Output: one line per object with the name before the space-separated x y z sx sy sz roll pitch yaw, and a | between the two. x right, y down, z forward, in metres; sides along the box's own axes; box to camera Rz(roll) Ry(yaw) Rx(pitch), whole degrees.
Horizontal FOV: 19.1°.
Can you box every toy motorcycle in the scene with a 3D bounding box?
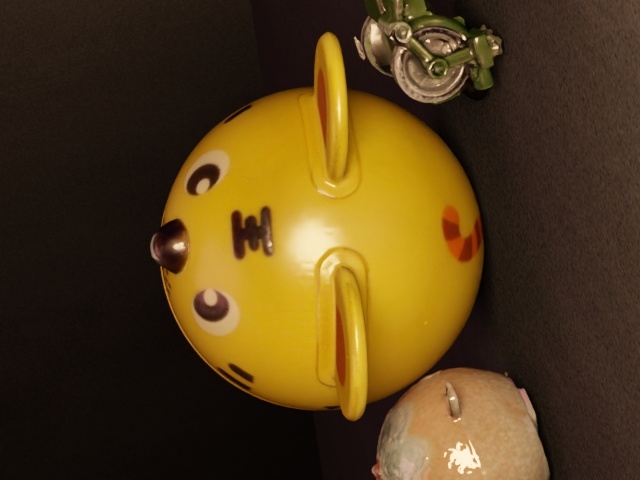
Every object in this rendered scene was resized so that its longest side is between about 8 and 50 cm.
toy motorcycle | 0.089 -0.245 1.772 0.205 0.127 0.275 -121 13 -70

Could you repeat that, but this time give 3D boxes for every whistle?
whistle | 0.156 0.262 1.984 0.348 0.189 0.189 69 180 -45

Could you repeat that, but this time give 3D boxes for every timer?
timer | 0.000 0.000 1.934 0.387 0.376 0.376 119 138 -82
